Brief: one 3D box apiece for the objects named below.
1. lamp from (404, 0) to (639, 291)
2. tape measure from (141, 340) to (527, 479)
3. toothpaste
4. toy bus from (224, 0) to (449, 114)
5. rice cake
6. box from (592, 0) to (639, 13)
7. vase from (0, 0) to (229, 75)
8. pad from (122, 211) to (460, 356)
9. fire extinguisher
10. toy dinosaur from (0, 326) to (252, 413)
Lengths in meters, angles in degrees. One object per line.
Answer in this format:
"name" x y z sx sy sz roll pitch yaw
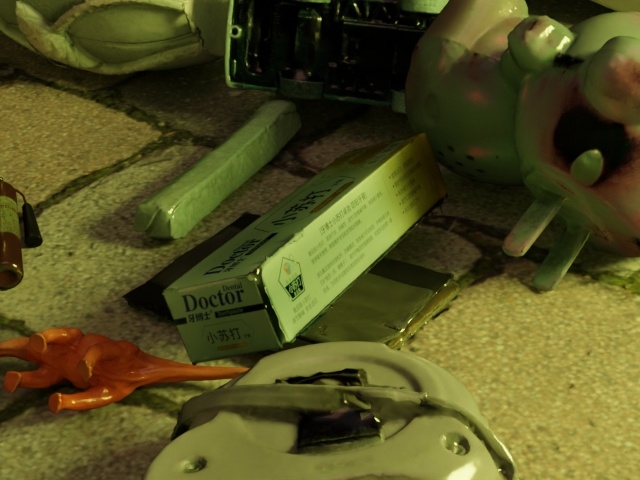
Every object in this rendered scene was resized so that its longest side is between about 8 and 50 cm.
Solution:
"lamp" 0.203 -0.087 1.125 0.301 0.247 0.247 25 72 48
"tape measure" 0.005 0.140 0.837 0.236 0.120 0.197 -7 24 -2
"toothpaste" 0.000 0.000 1.037 0.089 0.071 0.313 -11 16 32
"toy bus" 0.044 -0.201 1.348 0.256 0.128 0.147 9 12 17
"rice cake" -0.091 -0.068 1.249 0.045 0.042 0.245 2 29 31
"box" 0.382 -0.328 1.540 0.343 0.065 0.200 30 43 26
"vase" -0.297 -0.310 1.496 0.446 0.249 0.250 7 33 22
"pad" -0.022 0.040 1.088 0.233 0.022 0.174 19 38 32
"fire extinguisher" -0.277 -0.015 1.192 0.049 0.035 0.173 -13 36 -8
"toy dinosaur" -0.159 0.095 0.980 0.280 0.055 0.101 9 11 23
